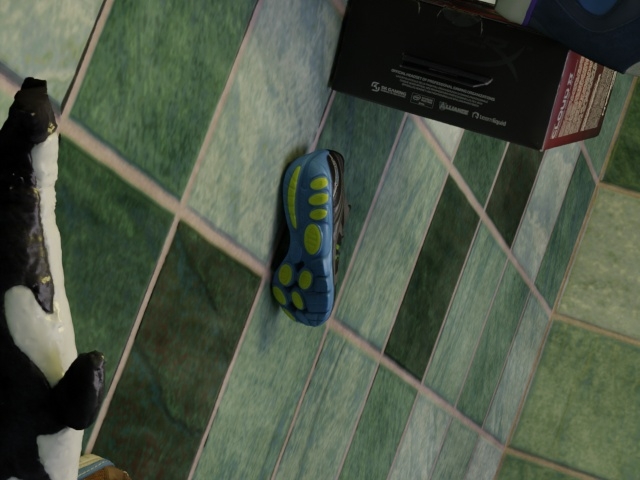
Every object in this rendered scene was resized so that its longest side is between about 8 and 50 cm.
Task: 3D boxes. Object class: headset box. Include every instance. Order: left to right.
[{"bbox_3d":[0.156,-0.172,1.728,0.293,0.218,0.110,-18,124,-69],"label":"headset box"}]

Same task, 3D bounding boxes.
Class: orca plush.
[{"bbox_3d":[-0.205,0.049,1.073,0.102,0.151,0.287,-10,125,-34],"label":"orca plush"}]

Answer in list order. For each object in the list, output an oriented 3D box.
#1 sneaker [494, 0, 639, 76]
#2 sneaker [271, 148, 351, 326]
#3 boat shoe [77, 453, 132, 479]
[{"bbox_3d":[0.297,-0.267,1.454,0.322,0.236,0.130,111,-1,-47],"label":"sneaker"},{"bbox_3d":[0.000,0.000,1.674,0.078,0.067,0.188,-37,138,-51],"label":"sneaker"},{"bbox_3d":[-0.187,0.210,1.324,0.183,0.066,0.066,-35,139,-62],"label":"boat shoe"}]
